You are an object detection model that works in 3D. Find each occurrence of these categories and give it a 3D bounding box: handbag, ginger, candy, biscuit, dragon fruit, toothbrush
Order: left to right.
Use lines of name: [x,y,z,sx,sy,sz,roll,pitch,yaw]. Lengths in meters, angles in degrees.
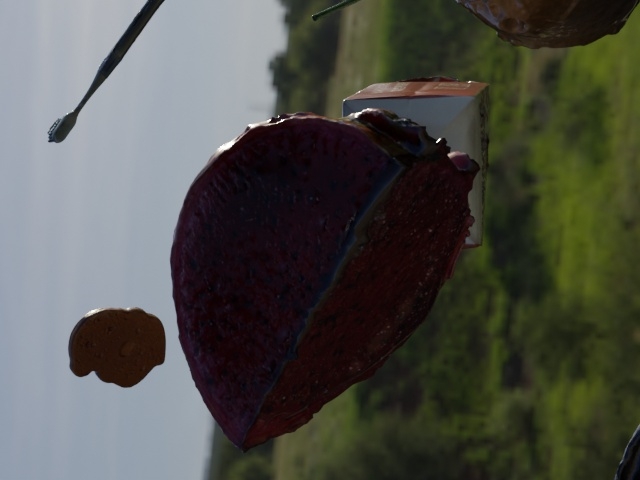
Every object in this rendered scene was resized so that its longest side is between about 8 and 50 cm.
toothbrush: [-0.206,-0.177,1.694,0.019,0.016,0.219,-5,46,51]
biscuit: [-0.245,0.128,2.082,0.019,0.130,0.102,34,110,54]
dragon fruit: [0.000,0.000,1.165,0.261,0.189,0.163,-59,0,29]
candy: [0.056,-0.268,1.849,0.185,0.055,0.049,-29,-15,-38]
handbag: [0.110,-0.087,1.865,0.298,0.151,0.171,-46,-45,-79]
ginger: [0.213,-0.268,1.447,0.275,0.130,0.221,-48,-26,-34]

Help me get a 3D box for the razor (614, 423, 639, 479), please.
razor: [0.437,0.176,1.717,0.113,0.349,0.204,43,140,35]
